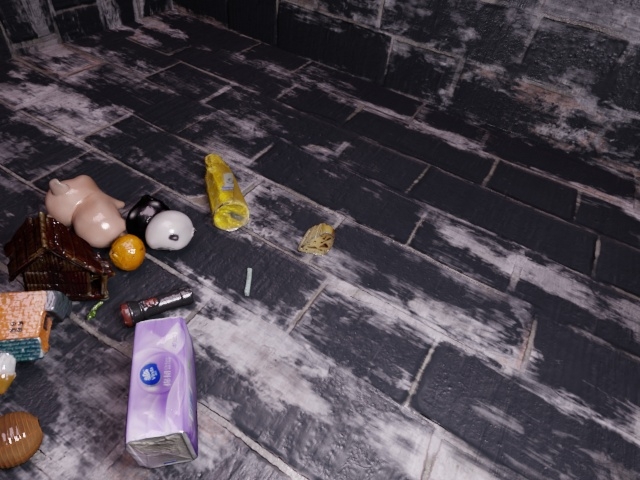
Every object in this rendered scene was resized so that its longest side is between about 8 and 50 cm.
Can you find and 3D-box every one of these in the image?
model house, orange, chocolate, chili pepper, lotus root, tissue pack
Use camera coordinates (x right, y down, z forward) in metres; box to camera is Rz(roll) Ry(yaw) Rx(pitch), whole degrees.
[{"bbox_3d":[-0.879,0.030,1.392,0.298,0.282,0.317,-13,44,-27],"label":"model house"},{"bbox_3d":[-0.706,0.042,1.517,0.136,0.118,0.135,-17,59,31],"label":"orange"},{"bbox_3d":[-0.442,-0.237,1.823,0.162,0.162,0.445,-11,47,-19],"label":"chocolate"},{"bbox_3d":[-0.766,0.237,1.404,0.027,0.022,0.083,12,42,4],"label":"chili pepper"},{"bbox_3d":[-0.001,-0.004,1.723,0.160,0.095,0.135,-20,31,28],"label":"lotus root"},{"bbox_3d":[-0.917,0.308,1.235,0.272,0.190,0.300,-2,62,-16],"label":"model house"},{"bbox_3d":[-0.430,0.409,1.143,0.160,0.242,0.338,-6,47,-14],"label":"tissue pack"}]

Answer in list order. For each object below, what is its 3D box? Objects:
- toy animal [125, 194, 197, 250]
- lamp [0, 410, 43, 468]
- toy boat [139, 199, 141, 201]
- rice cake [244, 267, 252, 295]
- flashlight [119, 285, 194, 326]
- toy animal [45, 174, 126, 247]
[{"bbox_3d":[-0.607,-0.052,1.599,0.235,0.165,0.187,30,28,13],"label":"toy animal"},{"bbox_3d":[-0.788,0.509,1.062,0.137,0.136,0.136,5,46,-5],"label":"lamp"},{"bbox_3d":[-0.714,-0.137,1.744,0.140,0.059,0.066,31,32,22],"label":"toy boat"},{"bbox_3d":[-0.272,0.156,1.562,0.022,0.022,0.121,3,47,-6],"label":"rice cake"},{"bbox_3d":[-0.552,0.217,1.415,0.232,0.092,0.093,-18,52,-25],"label":"flashlight"},{"bbox_3d":[-0.898,-0.105,1.596,0.269,0.237,0.326,4,35,-46],"label":"toy animal"}]
